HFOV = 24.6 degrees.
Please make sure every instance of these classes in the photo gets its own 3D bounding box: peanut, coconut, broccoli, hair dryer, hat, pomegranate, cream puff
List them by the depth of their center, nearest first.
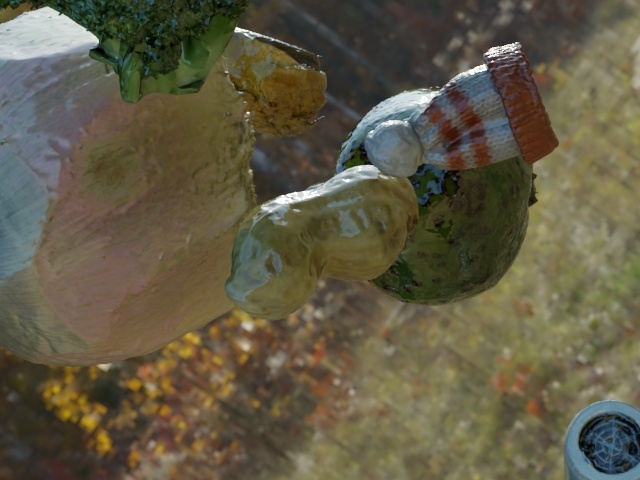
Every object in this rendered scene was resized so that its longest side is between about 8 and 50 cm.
[{"bbox_3d":[0.198,0.243,1.057,0.131,0.073,0.237,64,-144,-65],"label":"hair dryer"},{"bbox_3d":[-0.167,-0.253,1.255,0.308,0.307,0.275,-56,-24,-44],"label":"broccoli"},{"bbox_3d":[0.118,-0.101,1.283,0.162,0.112,0.093,-23,-22,7],"label":"hat"},{"bbox_3d":[0.000,0.000,1.334,0.229,0.098,0.103,-25,21,-32],"label":"peanut"},{"bbox_3d":[-0.282,-0.047,1.560,0.405,0.404,0.404,-56,0,0],"label":"coconut"},{"bbox_3d":[0.111,-0.051,1.646,0.254,0.270,0.254,-5,-90,-68],"label":"pomegranate"},{"bbox_3d":[-0.079,-0.212,1.996,0.189,0.189,0.130,-57,-13,-84],"label":"cream puff"}]
